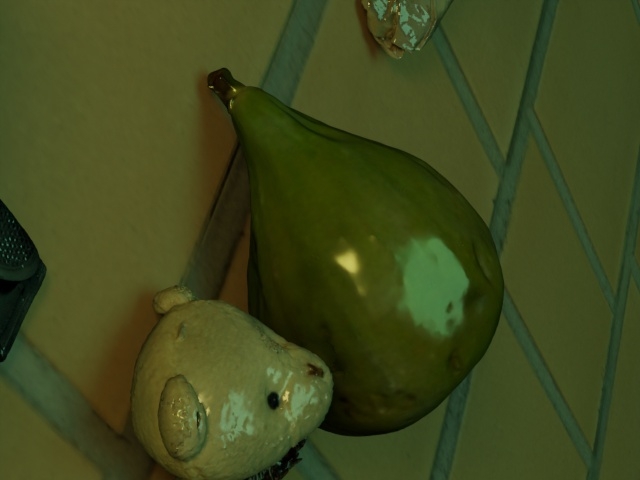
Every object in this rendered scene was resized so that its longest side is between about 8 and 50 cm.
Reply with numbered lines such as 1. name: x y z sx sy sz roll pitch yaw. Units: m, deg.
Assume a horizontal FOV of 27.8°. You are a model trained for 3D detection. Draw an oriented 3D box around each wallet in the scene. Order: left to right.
1. wallet: -0.218 0.007 0.803 0.129 0.026 0.088 58 40 -42

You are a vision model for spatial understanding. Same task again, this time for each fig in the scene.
1. fig: 0.011 0.023 1.062 0.314 0.233 0.233 39 51 -29

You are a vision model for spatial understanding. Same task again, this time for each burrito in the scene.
1. burrito: 0.120 -0.287 1.423 0.082 0.059 0.275 58 37 -17

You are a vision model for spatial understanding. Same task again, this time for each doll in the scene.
1. doll: -0.056 0.176 0.983 0.175 0.149 0.278 -109 -169 -57
